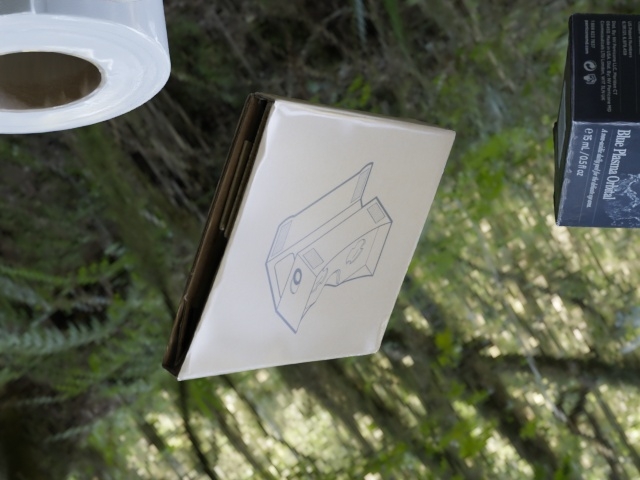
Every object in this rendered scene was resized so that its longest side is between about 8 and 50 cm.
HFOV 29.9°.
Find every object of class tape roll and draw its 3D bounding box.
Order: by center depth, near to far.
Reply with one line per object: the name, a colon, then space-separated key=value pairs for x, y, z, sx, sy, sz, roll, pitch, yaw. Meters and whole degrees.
tape roll: x=-0.261 y=-0.213 z=1.045 sx=0.246 sy=0.169 sz=0.246 roll=-8 pitch=165 yaw=-2

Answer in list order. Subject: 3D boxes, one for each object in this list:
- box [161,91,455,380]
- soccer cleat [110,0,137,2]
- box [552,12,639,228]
box: x=0.000 y=0.000 z=0.724 sx=0.021 sy=0.164 sz=0.201 roll=27 pitch=-166 yaw=32
soccer cleat: x=-0.030 y=-0.164 z=0.601 sx=0.196 sy=0.068 sz=0.076 roll=-10 pitch=-158 yaw=11
box: x=0.252 y=-0.081 z=0.862 sx=0.158 sy=0.156 sz=0.093 roll=1 pitch=-116 yaw=8
